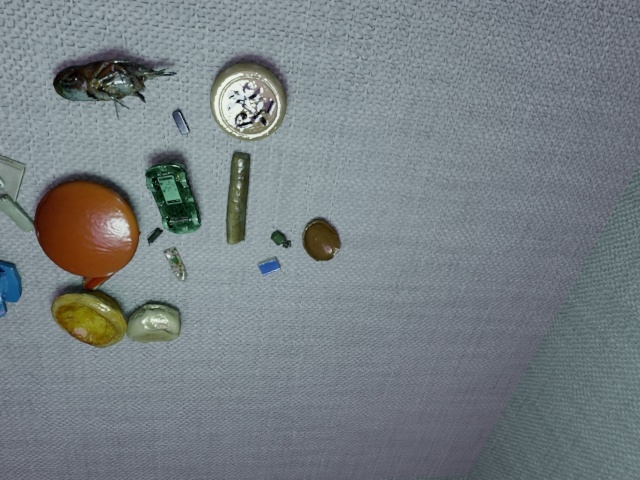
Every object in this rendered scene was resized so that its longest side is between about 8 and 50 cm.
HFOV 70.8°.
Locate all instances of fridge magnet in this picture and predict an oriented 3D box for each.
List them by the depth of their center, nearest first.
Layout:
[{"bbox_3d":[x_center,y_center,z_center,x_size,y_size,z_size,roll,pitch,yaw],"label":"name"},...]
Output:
[{"bbox_3d":[-0.832,-0.040,1.617,0.363,0.155,0.364,-1,108,-2],"label":"fridge magnet"}]

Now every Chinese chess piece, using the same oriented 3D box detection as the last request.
[{"bbox_3d":[-0.242,-0.465,1.518,0.257,0.104,0.257,-4,123,-7],"label":"Chinese chess piece"}]

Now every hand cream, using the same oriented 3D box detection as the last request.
[{"bbox_3d":[-0.591,0.102,1.851,0.057,0.037,0.165,-16,117,0],"label":"hand cream"}]

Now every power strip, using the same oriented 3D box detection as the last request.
[{"bbox_3d":[-1.091,-0.099,1.603,0.047,0.030,0.191,-25,139,-8],"label":"power strip"}]

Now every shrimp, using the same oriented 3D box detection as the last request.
[{"bbox_3d":[-0.642,-0.485,1.428,0.371,0.137,0.172,3,158,-4],"label":"shrimp"}]

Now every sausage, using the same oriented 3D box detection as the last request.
[{"bbox_3d":[-0.856,0.120,1.782,0.264,0.083,0.083,-38,120,14],"label":"sausage"}]

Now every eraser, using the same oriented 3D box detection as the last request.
[{"bbox_3d":[-0.219,0.110,1.922,0.084,0.027,0.063,-20,122,2],"label":"eraser"}]

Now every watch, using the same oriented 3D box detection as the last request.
[{"bbox_3d":[-1.278,0.235,1.659,0.241,0.275,0.306,10,114,-17],"label":"watch"}]

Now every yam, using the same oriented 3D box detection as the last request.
[{"bbox_3d":[-0.317,-0.149,1.717,0.083,0.083,0.372,2,121,-12],"label":"yam"}]

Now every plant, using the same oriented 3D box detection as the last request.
[{"bbox_3d":[-0.158,0.005,1.856,0.051,0.051,0.102,-41,125,15],"label":"plant"}]

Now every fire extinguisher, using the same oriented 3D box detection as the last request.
[{"bbox_3d":[-0.656,-0.016,1.767,0.083,0.025,0.038,-44,81,16],"label":"fire extinguisher"}]

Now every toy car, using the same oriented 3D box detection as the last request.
[{"bbox_3d":[-0.527,-0.163,1.640,0.136,0.125,0.306,-9,134,-3],"label":"toy car"}]

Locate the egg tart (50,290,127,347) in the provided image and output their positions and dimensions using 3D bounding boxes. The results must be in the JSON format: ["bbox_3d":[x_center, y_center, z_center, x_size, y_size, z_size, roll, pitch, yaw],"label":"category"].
[{"bbox_3d":[-0.929,0.304,1.842,0.318,0.128,0.319,3,130,4],"label":"egg tart"}]

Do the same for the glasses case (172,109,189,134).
[{"bbox_3d":[-0.482,-0.407,1.556,0.033,0.023,0.083,-16,121,6],"label":"glasses case"}]

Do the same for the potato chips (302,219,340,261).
[{"bbox_3d":[0.000,0.000,1.882,0.150,0.049,0.202,-36,119,8],"label":"potato chips"}]

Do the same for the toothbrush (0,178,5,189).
[{"bbox_3d":[-1.150,-0.338,1.455,0.040,0.040,0.386,-20,119,2],"label":"toothbrush"}]

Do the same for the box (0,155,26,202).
[{"bbox_3d":[-1.109,-0.198,1.567,0.109,0.029,0.198,23,116,-22],"label":"box"}]

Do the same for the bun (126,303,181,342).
[{"bbox_3d":[-0.707,0.351,1.922,0.229,0.145,0.229,-6,156,-3],"label":"bun"}]
